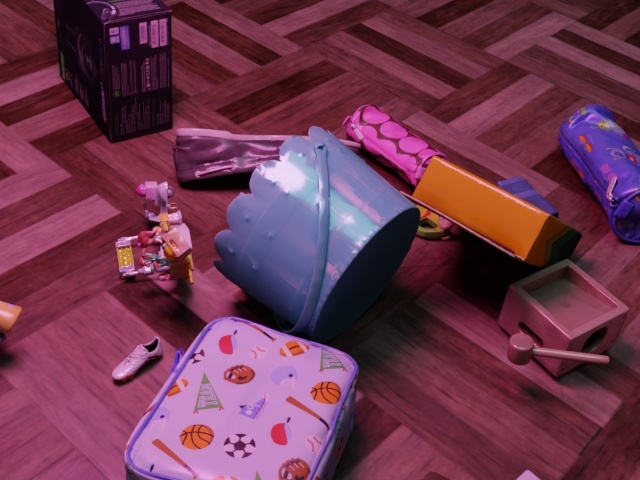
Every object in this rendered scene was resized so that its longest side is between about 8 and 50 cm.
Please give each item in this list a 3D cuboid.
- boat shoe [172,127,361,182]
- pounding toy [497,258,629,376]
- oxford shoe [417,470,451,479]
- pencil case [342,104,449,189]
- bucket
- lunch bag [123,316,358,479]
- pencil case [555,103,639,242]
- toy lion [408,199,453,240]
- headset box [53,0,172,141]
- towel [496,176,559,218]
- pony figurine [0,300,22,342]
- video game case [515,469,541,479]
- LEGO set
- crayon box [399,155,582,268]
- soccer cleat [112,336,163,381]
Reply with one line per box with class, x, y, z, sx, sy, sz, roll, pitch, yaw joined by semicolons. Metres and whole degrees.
boat shoe;-0.095;-0.142;1.539;0.335;0.096;0.112;2;5;-12
pounding toy;0.341;0.144;1.252;0.206;0.094;0.181;-20;47;-28
oxford shoe;0.079;0.338;1.001;0.227;0.083;0.096;-17;42;-43
pencil case;0.137;-0.168;1.591;0.209;0.095;0.098;38;14;34
bucket;0.000;0.000;1.237;0.183;0.281;0.281;37;48;19
lunch bag;-0.094;0.227;1.061;0.243;0.115;0.303;14;36;13
pencil case;0.532;-0.128;1.579;0.133;0.119;0.306;18;34;-24
toy lion;0.175;-0.041;1.496;0.096;0.034;0.100;-4;41;-2
headset box;-0.394;-0.370;1.621;0.131;0.246;0.283;-18;47;-28
towel;0.370;-0.070;1.557;0.067;0.029;0.119;-14;44;-23
pony figurine;-0.570;0.064;1.064;0.363;0.303;0.351;28;11;-14
video game case;0.254;0.390;0.999;0.212;0.023;0.193;-29;54;-35
LEGO set;-0.252;0.011;1.287;0.107;0.132;0.287;-10;21;-11
crayon box;0.272;-0.037;1.331;0.202;0.081;0.318;32;9;25
soccer cleat;-0.251;0.161;1.184;0.029;0.036;0.083;35;47;29
